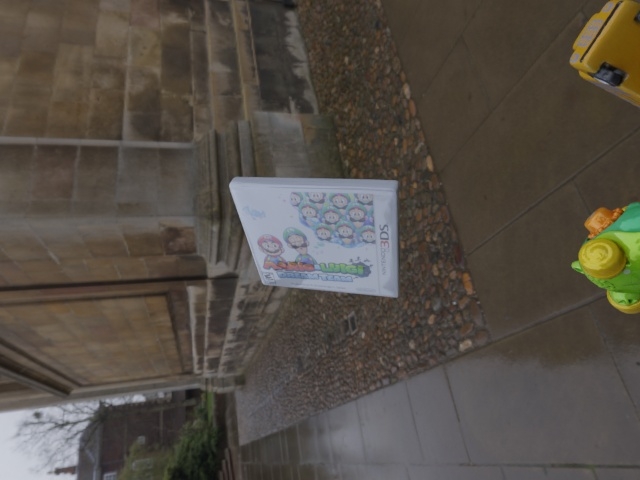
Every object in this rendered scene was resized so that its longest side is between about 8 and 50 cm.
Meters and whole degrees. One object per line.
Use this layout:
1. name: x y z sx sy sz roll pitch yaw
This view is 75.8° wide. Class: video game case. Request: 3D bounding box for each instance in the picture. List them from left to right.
1. video game case: 0.000 0.000 0.415 0.019 0.158 0.143 -71 -22 -44

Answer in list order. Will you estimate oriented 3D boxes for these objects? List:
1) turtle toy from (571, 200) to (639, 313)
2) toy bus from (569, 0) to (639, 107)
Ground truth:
1. turtle toy: 0.242 0.000 0.278 0.130 0.095 0.066 -19 50 40
2. toy bus: 0.576 -0.283 0.697 0.130 0.333 0.108 -93 25 -60
